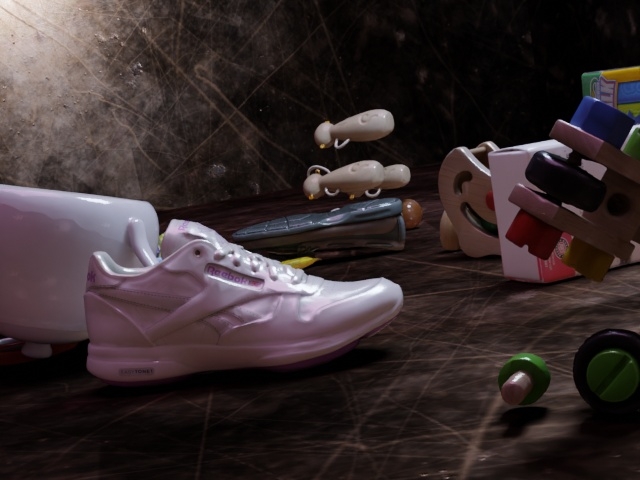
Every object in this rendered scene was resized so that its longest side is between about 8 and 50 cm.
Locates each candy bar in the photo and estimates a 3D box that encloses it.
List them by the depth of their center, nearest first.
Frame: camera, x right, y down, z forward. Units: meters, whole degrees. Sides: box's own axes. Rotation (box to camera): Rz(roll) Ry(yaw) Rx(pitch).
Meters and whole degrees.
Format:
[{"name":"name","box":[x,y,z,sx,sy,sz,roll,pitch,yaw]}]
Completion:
[{"name":"candy bar","box":[-0.061,0.043,1.785,0.040,0.018,0.161,-8,6,38]}]

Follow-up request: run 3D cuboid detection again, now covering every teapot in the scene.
[{"name":"teapot","box":[-0.296,0.037,1.330,0.252,0.187,0.256,6,1,-14]}]

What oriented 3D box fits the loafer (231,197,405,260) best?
[{"name":"loafer","box":[0.000,0.000,1.858,0.267,0.084,0.096,-11,11,4]}]

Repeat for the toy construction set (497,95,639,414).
[{"name":"toy construction set","box":[0.278,-0.037,0.889,0.257,0.309,0.237,3,5,20]}]

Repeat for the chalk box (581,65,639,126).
[{"name":"chalk box","box":[0.469,-0.149,1.609,0.180,0.179,0.289,-9,5,-24]}]

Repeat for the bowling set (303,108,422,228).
[{"name":"bowling set","box":[0.070,-0.065,2.110,0.154,0.200,0.287,-10,47,32]}]

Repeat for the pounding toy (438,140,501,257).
[{"name":"pounding toy","box":[0.271,-0.064,1.689,0.269,0.154,0.155,-1,9,45]}]

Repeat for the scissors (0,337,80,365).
[{"name":"scissors","box":[-0.269,0.110,1.478,0.297,0.021,0.109,-11,6,-38]}]

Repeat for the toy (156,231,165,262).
[{"name":"toy","box":[-0.297,0.013,2.203,0.136,0.056,0.237,-8,6,12]}]

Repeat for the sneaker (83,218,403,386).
[{"name":"sneaker","box":[-0.076,0.050,1.134,0.305,0.152,0.114,-7,4,-1]}]

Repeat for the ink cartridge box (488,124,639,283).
[{"name":"ink cartridge box","box":[0.320,-0.047,1.442,0.217,0.159,0.092,-11,6,-24]}]
